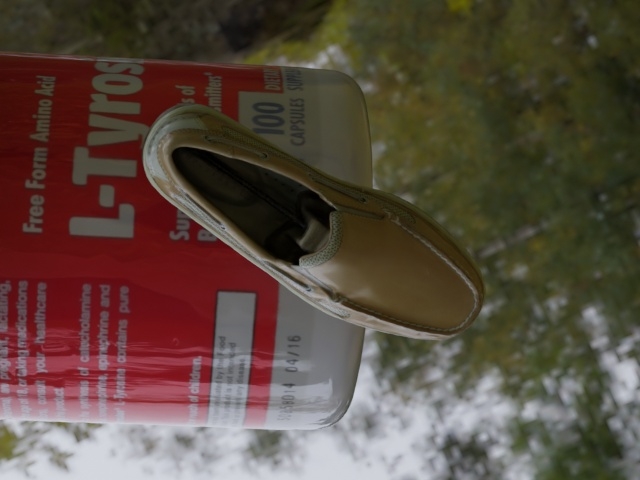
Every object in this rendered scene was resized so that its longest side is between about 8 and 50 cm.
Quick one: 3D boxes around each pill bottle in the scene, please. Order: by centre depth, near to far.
[{"bbox_3d":[-0.181,-0.003,1.058,0.229,0.407,0.229,-178,90,-84],"label":"pill bottle"}]

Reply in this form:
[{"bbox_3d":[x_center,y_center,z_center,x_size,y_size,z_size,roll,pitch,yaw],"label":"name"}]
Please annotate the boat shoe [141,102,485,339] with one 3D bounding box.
[{"bbox_3d":[0.000,0.000,0.825,0.190,0.068,0.072,25,-175,-14],"label":"boat shoe"}]
